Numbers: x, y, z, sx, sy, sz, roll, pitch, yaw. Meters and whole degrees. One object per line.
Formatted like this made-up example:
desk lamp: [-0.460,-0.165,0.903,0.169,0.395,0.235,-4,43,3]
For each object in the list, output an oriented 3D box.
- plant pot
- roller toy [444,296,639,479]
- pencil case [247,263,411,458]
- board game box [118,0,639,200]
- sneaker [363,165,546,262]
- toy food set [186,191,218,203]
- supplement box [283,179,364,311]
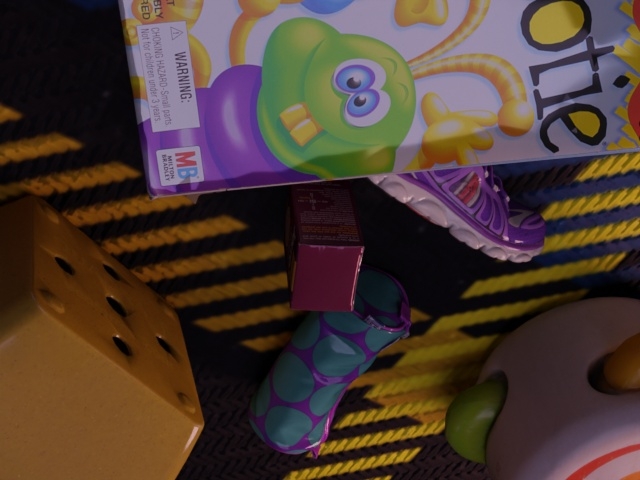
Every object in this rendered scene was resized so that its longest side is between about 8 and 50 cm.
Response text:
plant pot: [-0.198,0.100,0.600,0.187,0.212,0.212,-40,122,8]
roller toy: [0.224,0.153,0.712,0.209,0.146,0.191,-38,122,20]
pencil case: [0.006,0.091,0.692,0.070,0.064,0.152,34,120,1]
board game box: [0.046,-0.121,0.472,0.275,0.144,0.142,-6,112,-2]
sneaker: [0.093,-0.042,0.605,0.170,0.068,0.071,29,104,-29]
toy food set: [-0.049,-0.077,0.589,0.122,0.019,0.078,-23,126,16]
supplement box: [0.000,0.000,0.611,0.043,0.083,0.055,3,125,-9]
